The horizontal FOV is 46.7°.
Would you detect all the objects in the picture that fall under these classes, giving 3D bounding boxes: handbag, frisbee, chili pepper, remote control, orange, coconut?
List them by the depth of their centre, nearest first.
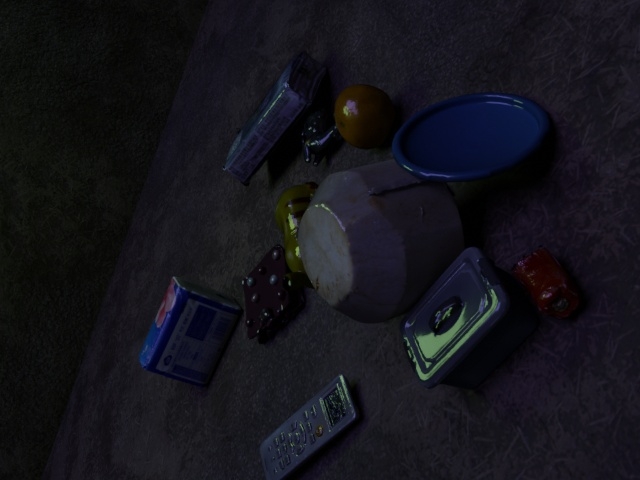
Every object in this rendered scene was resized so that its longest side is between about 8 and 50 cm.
[{"bbox_3d":[0.362,0.073,1.179,0.123,0.073,0.070,-109,6,-52],"label":"chili pepper"},{"bbox_3d":[0.278,-0.184,1.374,0.289,0.049,0.289,-12,37,9],"label":"frisbee"},{"bbox_3d":[0.126,0.001,1.411,0.323,0.323,0.323,-37,42,43],"label":"coconut"},{"bbox_3d":[-0.024,0.422,1.605,0.313,0.055,0.109,-46,42,27],"label":"remote control"},{"bbox_3d":[0.108,-0.298,1.768,0.136,0.159,0.159,-28,24,-18],"label":"orange"},{"bbox_3d":[-0.130,0.140,1.938,0.203,0.074,0.216,-44,37,37],"label":"handbag"}]

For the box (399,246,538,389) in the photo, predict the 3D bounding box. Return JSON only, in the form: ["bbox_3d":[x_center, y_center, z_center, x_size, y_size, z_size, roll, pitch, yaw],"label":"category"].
[{"bbox_3d":[0.247,0.140,1.260,0.227,0.130,0.162,-52,33,25],"label":"box"}]

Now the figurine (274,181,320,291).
[{"bbox_3d":[-0.002,-0.005,1.740,0.169,0.218,0.326,83,174,-53],"label":"figurine"}]

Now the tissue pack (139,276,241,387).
[{"bbox_3d":[-0.379,0.264,2.141,0.269,0.209,0.137,-66,20,6],"label":"tissue pack"}]

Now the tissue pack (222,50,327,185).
[{"bbox_3d":[-0.136,-0.362,2.178,0.361,0.122,0.259,-45,18,33],"label":"tissue pack"}]

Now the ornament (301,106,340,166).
[{"bbox_3d":[0.044,-0.331,1.960,0.236,0.080,0.202,-42,34,41],"label":"ornament"}]
